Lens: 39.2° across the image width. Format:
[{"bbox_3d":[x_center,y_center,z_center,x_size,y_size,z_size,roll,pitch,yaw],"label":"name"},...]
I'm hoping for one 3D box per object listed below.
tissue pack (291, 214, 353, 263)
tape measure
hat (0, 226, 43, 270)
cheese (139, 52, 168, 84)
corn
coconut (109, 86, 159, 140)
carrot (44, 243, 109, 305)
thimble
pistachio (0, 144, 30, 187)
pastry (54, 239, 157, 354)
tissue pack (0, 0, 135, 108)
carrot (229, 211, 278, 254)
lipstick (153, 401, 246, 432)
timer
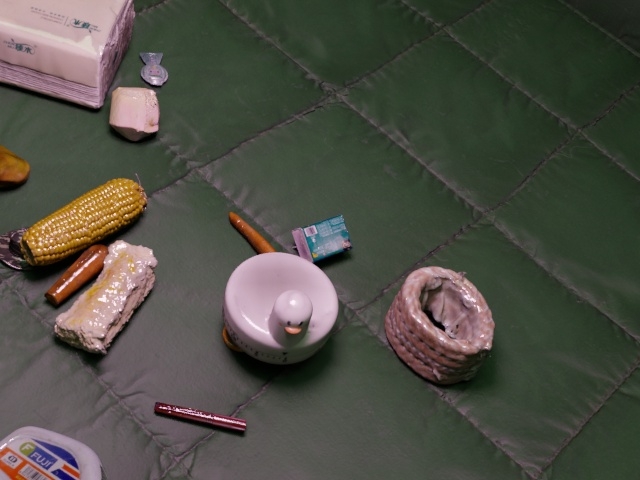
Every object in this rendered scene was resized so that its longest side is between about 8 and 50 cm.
[{"bbox_3d":[-0.001,0.000,2.008,0.111,0.079,0.085,-20,92,-30],"label":"tissue pack"},{"bbox_3d":[-0.464,0.435,1.453,0.243,0.125,0.246,24,44,26],"label":"tape measure"},{"bbox_3d":[-0.606,0.005,1.828,0.121,0.050,0.121,7,52,-8],"label":"hat"},{"bbox_3d":[-0.420,-0.430,2.256,0.067,0.026,0.121,-2,52,-19],"label":"cheese"},{"bbox_3d":[-0.482,-0.040,1.849,0.106,0.106,0.305,38,42,14],"label":"corn"},{"bbox_3d":[-0.431,-0.291,2.084,0.116,0.122,0.116,5,14,-1],"label":"coconut"},{"bbox_3d":[-0.487,0.070,1.813,0.055,0.055,0.161,33,55,11],"label":"carrot"},{"bbox_3d":[0.251,0.177,1.891,0.195,0.148,0.229,-7,53,-22],"label":"thimble"},{"bbox_3d":[-0.713,-0.161,1.897,0.189,0.100,0.110,-8,59,-21],"label":"pistachio"},{"bbox_3d":[-0.418,0.111,1.774,0.121,0.089,0.258,22,48,4],"label":"pastry"},{"bbox_3d":[-0.657,-0.507,2.126,0.380,0.207,0.297,14,48,-6],"label":"tissue pack"},{"bbox_3d":[-0.144,0.001,1.988,0.037,0.037,0.190,-26,60,-33],"label":"carrot"},{"bbox_3d":[-0.227,0.333,1.695,0.176,0.027,0.027,13,49,-5],"label":"lipstick"},{"bbox_3d":[-0.076,0.123,1.770,0.233,0.240,0.234,8,50,-10],"label":"timer"}]
